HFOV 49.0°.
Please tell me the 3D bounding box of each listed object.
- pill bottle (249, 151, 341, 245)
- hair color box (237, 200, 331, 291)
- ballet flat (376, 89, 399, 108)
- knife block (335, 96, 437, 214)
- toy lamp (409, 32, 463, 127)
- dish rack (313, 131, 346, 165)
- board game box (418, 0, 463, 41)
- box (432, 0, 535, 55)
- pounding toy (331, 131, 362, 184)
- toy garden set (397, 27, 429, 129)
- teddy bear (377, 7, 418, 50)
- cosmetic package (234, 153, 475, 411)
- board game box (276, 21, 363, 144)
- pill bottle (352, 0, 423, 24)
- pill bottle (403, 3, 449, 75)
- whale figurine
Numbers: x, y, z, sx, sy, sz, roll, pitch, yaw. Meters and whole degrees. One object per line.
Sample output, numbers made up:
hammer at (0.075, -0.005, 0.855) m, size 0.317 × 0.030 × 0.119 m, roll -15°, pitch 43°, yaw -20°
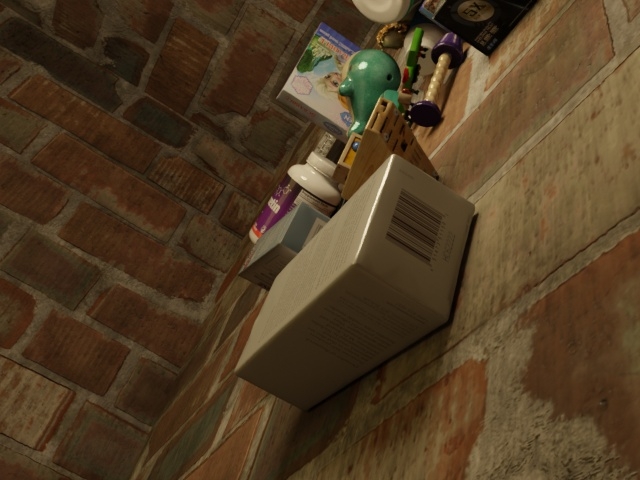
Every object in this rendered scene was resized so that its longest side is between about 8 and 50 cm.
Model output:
pill bottle at (-0.060, -0.095, 2.076) m, size 0.323 × 0.181 × 0.181 m, roll -57°, pitch 11°, yaw 11°
hair color box at (-0.045, 0.047, 1.602) m, size 0.114 × 0.185 × 0.374 m, roll -63°, pitch 12°, yaw -21°
ballet flat at (0.183, -0.325, 1.933) m, size 0.247 × 0.083 × 0.087 m, roll -72°, pitch -7°, yaw -52°
knife block at (0.088, -0.127, 1.365) m, size 0.242 × 0.276 × 0.088 m, roll -7°, pitch 46°, yaw 38°
toy lamp at (0.276, -0.379, 1.625) m, size 0.080 × 0.080 × 0.275 m, roll -43°, pitch 21°, yaw 56°
dish rack at (0.062, -0.364, 2.561) m, size 0.286 × 0.072 × 0.333 m, roll -57°, pitch 11°, yaw 7°
board game box at (0.391, -0.640, 1.632) m, size 0.232 × 0.141 × 0.291 m, roll -61°, pitch 11°, yaw -12°
box at (0.345, -0.499, 1.440) m, size 0.180 × 0.147 × 0.078 m, roll -49°, pitch 14°, yaw 41°
pounding toy at (0.109, -0.181, 1.734) m, size 0.100 × 0.130 × 0.141 m, roll 116°, pitch 180°, yaw -59°
toy garden set at (0.215, -0.346, 1.679) m, size 0.244 × 0.049 × 0.204 m, roll 97°, pitch -171°, yaw -46°
teddy bear at (0.268, -0.671, 2.059) m, size 0.338 × 0.113 × 0.245 m, roll -47°, pitch -16°, yaw -31°
cosmetic package at (0.041, 0.091, 1.154) m, size 0.453 × 0.161 × 0.230 m, roll -45°, pitch 17°, yaw 51°
board game box at (0.066, -0.482, 2.210) m, size 0.066 × 0.318 × 0.318 m, roll -40°, pitch 22°, yaw 59°
pill bottle at (0.250, -0.736, 1.835) m, size 0.361 × 0.204 × 0.204 m, roll -43°, pitch 3°, yaw -27°
pill bottle at (0.289, -0.538, 1.858) m, size 0.124 × 0.124 × 0.221 m, roll -47°, pitch 15°, yaw 48°
whale figurine at (0.151, -0.422, 2.054) m, size 0.141 × 0.216 × 0.272 m, roll 10°, pitch 92°, yaw 54°
